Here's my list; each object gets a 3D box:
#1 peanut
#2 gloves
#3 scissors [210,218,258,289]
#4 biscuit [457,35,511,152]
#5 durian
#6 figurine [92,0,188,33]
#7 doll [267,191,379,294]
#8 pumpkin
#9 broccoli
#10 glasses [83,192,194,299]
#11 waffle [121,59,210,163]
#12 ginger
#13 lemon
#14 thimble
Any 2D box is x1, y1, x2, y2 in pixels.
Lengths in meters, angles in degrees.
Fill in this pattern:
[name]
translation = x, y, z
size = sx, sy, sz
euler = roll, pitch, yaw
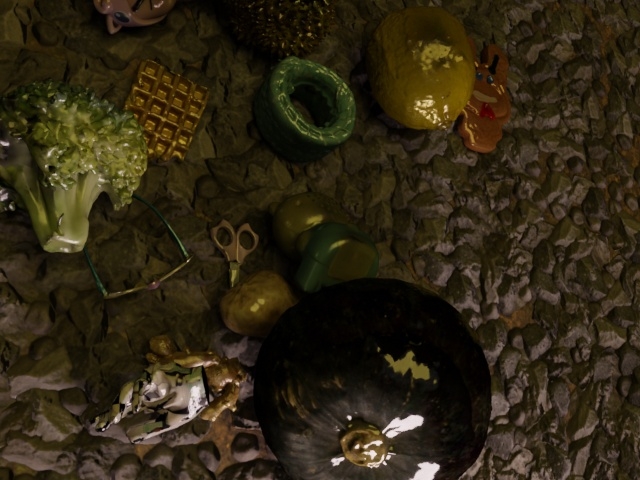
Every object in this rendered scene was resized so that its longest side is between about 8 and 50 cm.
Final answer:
[peanut]
translation = -0.087, 0.132, 1.508
size = 0.253, 0.122, 0.137
euler = 11, 89, -39
[gloves]
translation = -0.314, 0.294, 1.356
size = 0.212, 0.128, 0.111
euler = -10, 53, -3
[scissors]
translation = -0.181, 0.060, 1.549
size = 0.110, 0.021, 0.212
euler = 8, 72, -29
[biscuit]
translation = 0.430, -0.396, 1.985
size = 0.202, 0.047, 0.334
euler = 12, 71, -24
[durian]
translation = -0.098, -0.552, 1.654
size = 0.293, 0.258, 0.258
euler = 31, 63, -4
[figurine]
translation = -0.355, -0.553, 1.557
size = 0.287, 0.186, 0.176
euler = -38, 120, -47
[doll]
translation = 0.000, 0.000, 1.541
size = 0.177, 0.261, 0.162
euler = 13, 111, -32
[pumpkin]
translation = 0.099, 0.284, 1.389
size = 0.454, 0.454, 0.344
euler = 41, 21, -11
[broccoli]
translation = -0.476, -0.120, 1.321
size = 0.348, 0.293, 0.281
euler = 27, 52, -61
[glasses]
translation = -0.380, 0.011, 1.453
size = 0.189, 0.088, 0.220
euler = -27, 69, -30
[waffle]
translation = -0.337, -0.255, 1.540
size = 0.160, 0.055, 0.211
euler = 25, 67, -20
[ginger]
translation = -0.238, 0.258, 1.447
size = 0.176, 0.052, 0.193
euler = -18, 92, -30
[lemon]
translation = 0.238, -0.407, 1.763
size = 0.268, 0.268, 0.322
euler = 3, 62, -27
[thimble]
translation = -0.040, -0.297, 1.656
size = 0.198, 0.143, 0.235
euler = -34, 93, -32
